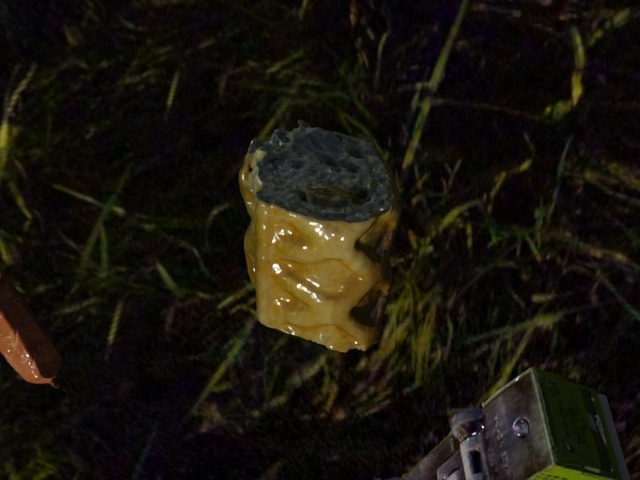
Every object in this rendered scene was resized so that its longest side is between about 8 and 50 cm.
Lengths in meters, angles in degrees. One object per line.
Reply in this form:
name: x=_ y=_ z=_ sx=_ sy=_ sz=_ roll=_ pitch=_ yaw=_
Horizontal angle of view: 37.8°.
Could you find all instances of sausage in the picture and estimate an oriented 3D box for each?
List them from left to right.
sausage: x=-0.379 y=0.116 z=1.174 sx=0.065 sy=0.169 sz=0.065 roll=-18 pitch=32 yaw=12

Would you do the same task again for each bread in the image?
bread: x=-0.002 y=-0.005 z=1.235 sx=0.238 sy=0.252 sz=0.196 roll=21 pitch=46 yaw=9

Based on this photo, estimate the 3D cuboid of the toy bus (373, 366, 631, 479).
toy bus: x=0.150 y=0.239 z=0.838 sx=0.139 sy=0.302 sz=0.113 roll=16 pitch=45 yaw=-21
